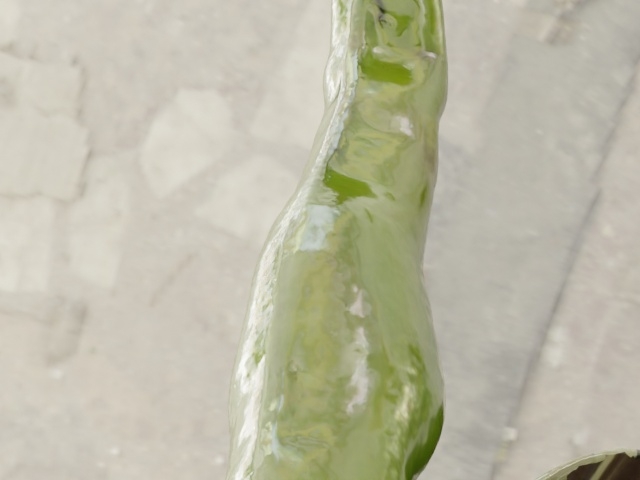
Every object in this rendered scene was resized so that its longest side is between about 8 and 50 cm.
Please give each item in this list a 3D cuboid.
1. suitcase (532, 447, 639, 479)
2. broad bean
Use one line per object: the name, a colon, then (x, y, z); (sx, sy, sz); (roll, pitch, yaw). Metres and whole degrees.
suitcase: (0.179, 0.238, 0.877); (0.351, 0.339, 0.194); (-51, 28, -5)
broad bean: (0.004, 0.005, 0.538); (0.056, 0.098, 0.318); (-9, 60, 20)
